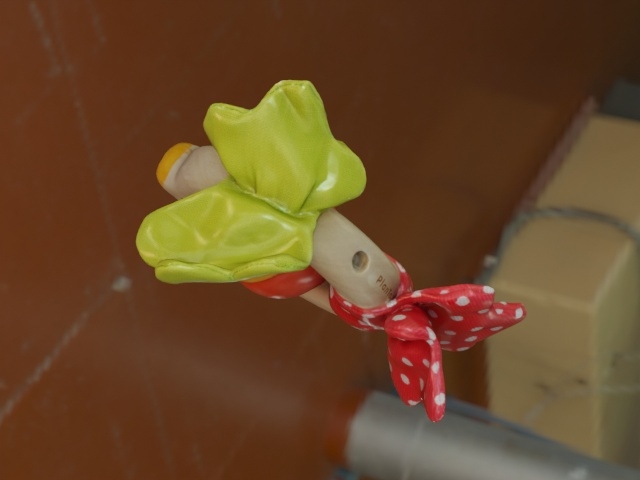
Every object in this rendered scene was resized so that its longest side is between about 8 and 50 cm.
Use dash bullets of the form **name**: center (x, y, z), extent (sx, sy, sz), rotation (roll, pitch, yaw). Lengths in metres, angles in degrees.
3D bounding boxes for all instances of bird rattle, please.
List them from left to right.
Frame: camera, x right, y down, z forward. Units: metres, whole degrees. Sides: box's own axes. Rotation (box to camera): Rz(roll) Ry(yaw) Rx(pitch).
- **bird rattle**: center (0.000, 0.000, 1.073), extent (0.253, 0.207, 0.143), rotation (31, 85, -35)
